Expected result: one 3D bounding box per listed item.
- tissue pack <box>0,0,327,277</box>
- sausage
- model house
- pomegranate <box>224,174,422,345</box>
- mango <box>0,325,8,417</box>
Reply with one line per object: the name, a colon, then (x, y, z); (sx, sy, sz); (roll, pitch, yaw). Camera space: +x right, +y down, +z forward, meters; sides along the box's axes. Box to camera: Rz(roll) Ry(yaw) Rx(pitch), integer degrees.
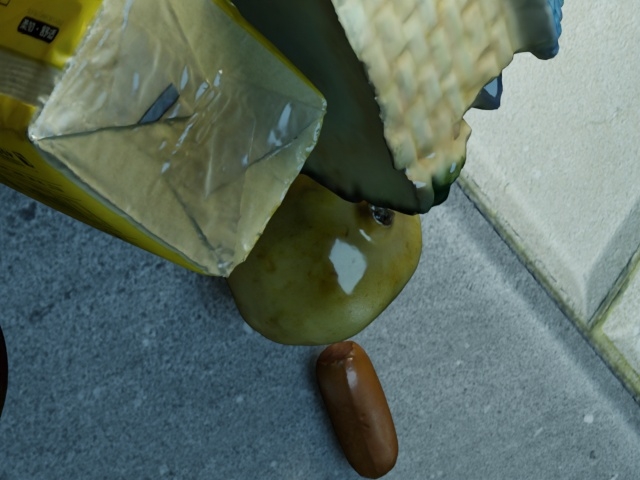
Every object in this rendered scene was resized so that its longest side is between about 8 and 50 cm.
tissue pack: (-0.231, -0.153, 1.789); (0.293, 0.382, 0.228); (39, 79, -43)
sausage: (0.047, 0.209, 2.382); (0.076, 0.076, 0.197); (-37, 128, -27)
model house: (0.031, -0.316, 1.923); (0.400, 0.445, 0.395); (-45, 128, -22)
pomegranate: (-0.003, 0.001, 2.172); (0.233, 0.233, 0.233); (-16, 115, -38)
mango: (-0.368, 0.146, 1.951); (0.111, 0.133, 0.267); (9, 118, 0)
